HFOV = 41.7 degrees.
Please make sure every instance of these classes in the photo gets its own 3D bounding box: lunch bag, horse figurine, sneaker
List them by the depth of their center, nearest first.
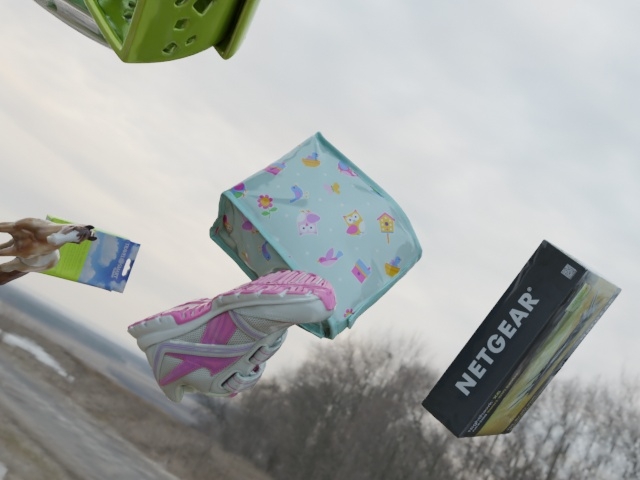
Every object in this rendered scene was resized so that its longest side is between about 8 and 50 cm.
[{"bbox_3d":[-0.085,0.106,0.895,0.252,0.111,0.103,-19,1,32],"label":"sneaker"},{"bbox_3d":[-0.410,0.015,1.135,0.174,0.066,0.263,-11,-11,-25],"label":"horse figurine"},{"bbox_3d":[0.000,0.000,1.275,0.262,0.223,0.160,45,-33,11],"label":"lunch bag"}]

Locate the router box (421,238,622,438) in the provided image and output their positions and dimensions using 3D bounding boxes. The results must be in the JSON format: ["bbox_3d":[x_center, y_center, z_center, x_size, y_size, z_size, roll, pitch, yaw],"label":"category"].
[{"bbox_3d":[0.316,0.160,1.295,0.081,0.309,0.243,41,12,30],"label":"router box"}]

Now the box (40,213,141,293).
[{"bbox_3d":[-0.439,0.027,1.573,0.178,0.109,0.042,19,3,-35],"label":"box"}]

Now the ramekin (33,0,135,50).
[{"bbox_3d":[-0.404,-0.461,1.527,0.303,0.148,0.303,29,-4,2],"label":"ramekin"}]

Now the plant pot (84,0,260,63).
[{"bbox_3d":[-0.204,-0.403,1.224,0.207,0.228,0.227,-4,47,-37],"label":"plant pot"}]
